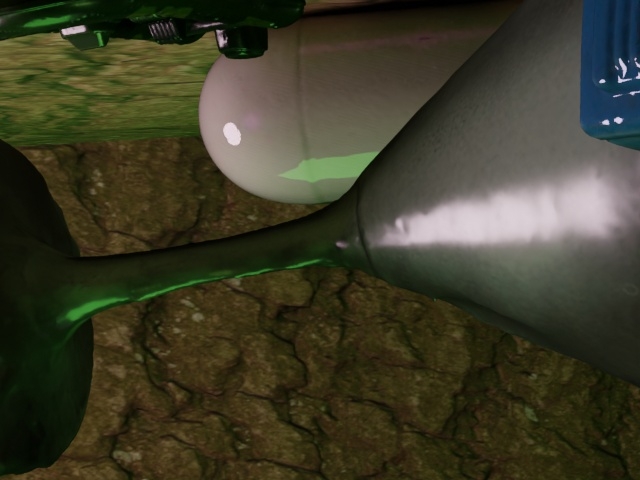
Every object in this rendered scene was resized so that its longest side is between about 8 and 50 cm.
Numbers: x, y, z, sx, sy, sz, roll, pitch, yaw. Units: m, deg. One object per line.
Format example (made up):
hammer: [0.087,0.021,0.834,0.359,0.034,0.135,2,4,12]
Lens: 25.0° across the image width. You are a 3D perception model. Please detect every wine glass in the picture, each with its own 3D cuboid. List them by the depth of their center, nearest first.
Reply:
wine glass: [0.000,0.000,0.772,0.406,0.267,0.267,-12,179,19]

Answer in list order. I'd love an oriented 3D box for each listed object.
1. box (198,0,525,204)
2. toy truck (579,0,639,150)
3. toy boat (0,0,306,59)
box: [0.092,-0.106,1.123,0.349,0.141,0.289,-5,-177,9]
toy truck: [0.247,-0.092,0.423,0.162,0.161,0.385,5,178,-29]
toy boat: [-0.099,-0.126,0.778,0.104,0.052,0.210,0,-175,36]
